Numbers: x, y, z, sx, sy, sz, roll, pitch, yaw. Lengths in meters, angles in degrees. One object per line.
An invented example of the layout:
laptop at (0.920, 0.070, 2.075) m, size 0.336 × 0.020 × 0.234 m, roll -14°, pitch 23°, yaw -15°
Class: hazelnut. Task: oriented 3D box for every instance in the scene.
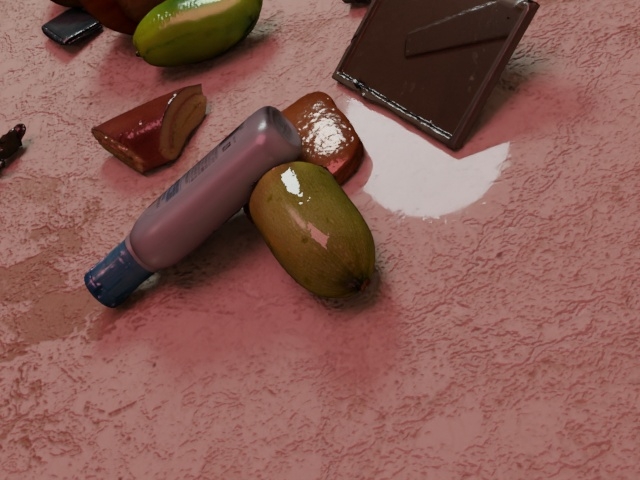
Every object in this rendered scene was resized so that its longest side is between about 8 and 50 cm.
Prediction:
hazelnut at (-0.309, -0.430, 1.699) m, size 0.210 × 0.210 × 0.186 m, roll -42°, pitch 66°, yaw -8°

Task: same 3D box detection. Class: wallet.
wallet at (-0.470, -0.400, 1.863) m, size 0.088 × 0.026 × 0.129 m, roll -34°, pitch 39°, yaw -17°

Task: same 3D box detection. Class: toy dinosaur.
toy dinosaur at (-0.583, -0.135, 1.705) m, size 0.187 × 0.087 × 0.179 m, roll -17°, pitch 6°, yaw -4°

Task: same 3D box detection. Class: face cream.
face cream at (-0.169, -0.038, 1.280) m, size 0.336 × 0.080 × 0.163 m, roll -41°, pitch 13°, yaw 11°

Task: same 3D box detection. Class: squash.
squash at (0.000, 0.000, 1.165) m, size 0.123 × 0.123 × 0.187 m, roll -34°, pitch 47°, yaw 0°

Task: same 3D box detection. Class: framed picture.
framed picture at (0.141, -0.261, 1.315) m, size 0.281 × 0.019 × 0.209 m, roll 40°, pitch 104°, yaw 45°

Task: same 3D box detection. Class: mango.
mango at (-0.192, -0.350, 1.593) m, size 0.233 × 0.111 × 0.125 m, roll -23°, pitch 50°, yaw 15°

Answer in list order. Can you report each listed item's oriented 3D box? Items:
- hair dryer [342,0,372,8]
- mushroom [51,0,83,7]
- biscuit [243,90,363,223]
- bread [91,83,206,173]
hair dryer at (0.075, -0.348, 1.479) m, size 0.106 × 0.054 × 0.154 m, roll -13°, pitch 51°, yaw 27°
mushroom at (-0.447, -0.588, 1.905) m, size 0.267 × 0.254 × 0.267 m, roll -21°, pitch 15°, yaw 6°
biscuit at (-0.040, -0.114, 1.344) m, size 0.186 × 0.036 × 0.192 m, roll -33°, pitch 42°, yaw 3°
bread at (-0.259, -0.165, 1.497) m, size 0.192 × 0.067 × 0.119 m, roll -25°, pitch 44°, yaw 10°
